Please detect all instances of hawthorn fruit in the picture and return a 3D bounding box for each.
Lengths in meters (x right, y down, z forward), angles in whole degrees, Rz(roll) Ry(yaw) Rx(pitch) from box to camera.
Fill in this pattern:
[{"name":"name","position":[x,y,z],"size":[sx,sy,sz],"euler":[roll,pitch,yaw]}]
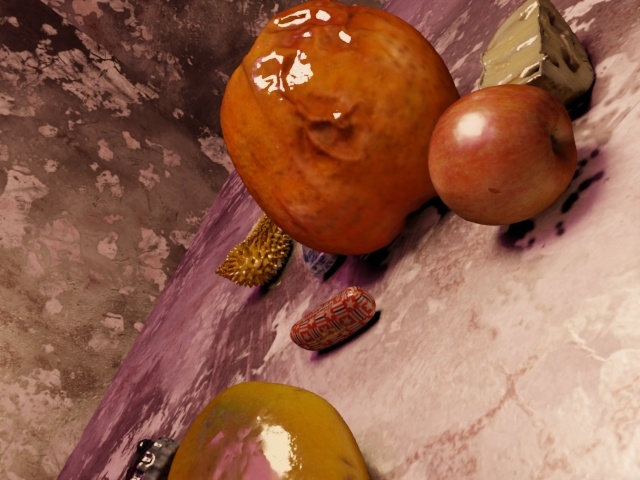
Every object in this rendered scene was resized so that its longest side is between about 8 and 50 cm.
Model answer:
[{"name":"hawthorn fruit","position":[0.035,-0.214,1.140],"size":[0.472,0.471,0.472],"euler":[-46,19,21]}]

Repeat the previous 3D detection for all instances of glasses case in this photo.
[{"name":"glasses case","position":[0.000,0.000,1.413],"size":[0.087,0.065,0.248],"euler":[-49,18,18]},{"name":"glasses case","position":[0.021,0.147,1.072],"size":[0.194,0.073,0.049],"euler":[-39,23,40]}]

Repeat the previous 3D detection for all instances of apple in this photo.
[{"name":"apple","position":[0.245,-0.115,0.819],"size":[0.174,0.188,0.188],"euler":[-10,46,50]}]

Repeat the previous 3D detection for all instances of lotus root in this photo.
[{"name":"lotus root","position":[0.339,-0.272,0.962],"size":[0.119,0.138,0.235],"euler":[-42,21,47]}]

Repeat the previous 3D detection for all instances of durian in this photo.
[{"name":"durian","position":[-0.150,0.031,1.641],"size":[0.138,0.183,0.250],"euler":[13,57,31]}]

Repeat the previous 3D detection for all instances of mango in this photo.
[{"name":"mango","position":[-0.061,0.318,0.739],"size":[0.253,0.182,0.365],"euler":[-35,26,-1]}]

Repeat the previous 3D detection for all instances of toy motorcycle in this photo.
[{"name":"toy motorcycle","position":[-0.242,0.440,0.952],"size":[0.416,0.172,0.232],"euler":[93,-162,-66]}]
